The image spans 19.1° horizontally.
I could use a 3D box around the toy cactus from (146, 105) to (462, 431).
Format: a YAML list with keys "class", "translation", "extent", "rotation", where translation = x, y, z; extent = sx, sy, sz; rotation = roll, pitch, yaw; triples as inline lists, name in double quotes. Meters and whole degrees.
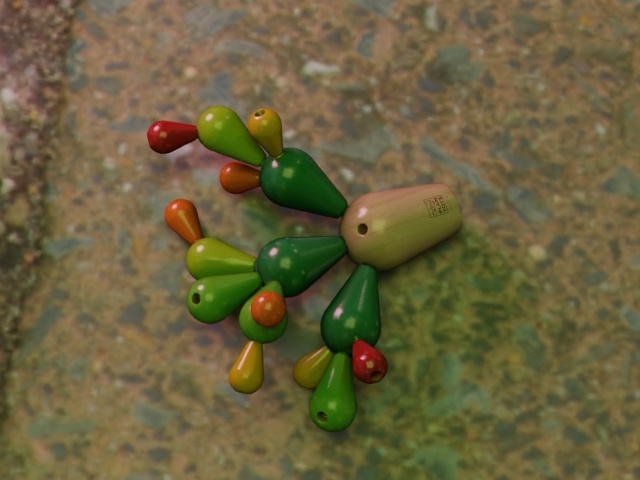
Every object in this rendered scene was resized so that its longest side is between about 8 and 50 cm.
- class: "toy cactus"
  translation: [0.000, 0.000, 1.170]
  extent: [0.181, 0.112, 0.219]
  rotation: [-20, 66, -17]
